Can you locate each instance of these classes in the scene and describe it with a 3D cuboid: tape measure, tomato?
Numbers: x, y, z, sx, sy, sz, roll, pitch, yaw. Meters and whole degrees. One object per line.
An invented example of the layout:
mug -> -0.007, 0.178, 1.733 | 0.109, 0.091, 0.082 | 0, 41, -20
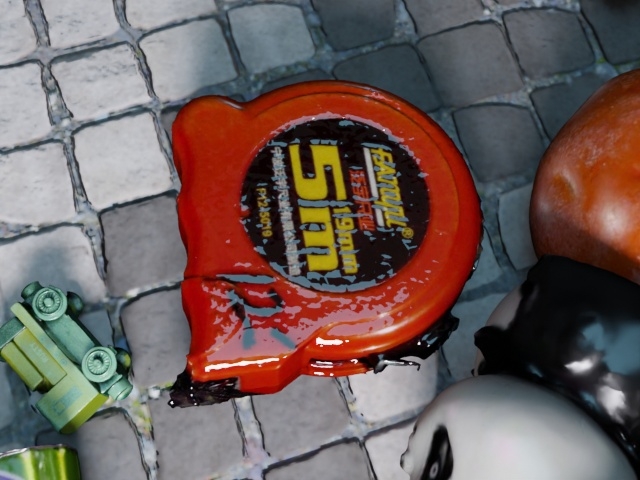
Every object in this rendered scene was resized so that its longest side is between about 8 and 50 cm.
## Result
tape measure -> 0.000, -0.001, 0.700 | 0.260, 0.114, 0.253 | -6, 70, -7
tomato -> 0.277, -0.024, 0.676 | 0.232, 0.188, 0.232 | 0, 69, 1

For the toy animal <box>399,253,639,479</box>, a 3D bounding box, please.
toy animal -> 0.152, 0.144, 0.608 | 0.165, 0.187, 0.235 | 34, 70, 20

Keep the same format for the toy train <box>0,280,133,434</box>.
toy train -> -0.205, 0.091, 0.696 | 0.122, 0.050, 0.081 | 43, 82, 12

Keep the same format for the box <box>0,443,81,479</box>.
box -> -0.205, 0.321, 0.582 | 0.134, 0.097, 0.345 | -11, 70, -6
